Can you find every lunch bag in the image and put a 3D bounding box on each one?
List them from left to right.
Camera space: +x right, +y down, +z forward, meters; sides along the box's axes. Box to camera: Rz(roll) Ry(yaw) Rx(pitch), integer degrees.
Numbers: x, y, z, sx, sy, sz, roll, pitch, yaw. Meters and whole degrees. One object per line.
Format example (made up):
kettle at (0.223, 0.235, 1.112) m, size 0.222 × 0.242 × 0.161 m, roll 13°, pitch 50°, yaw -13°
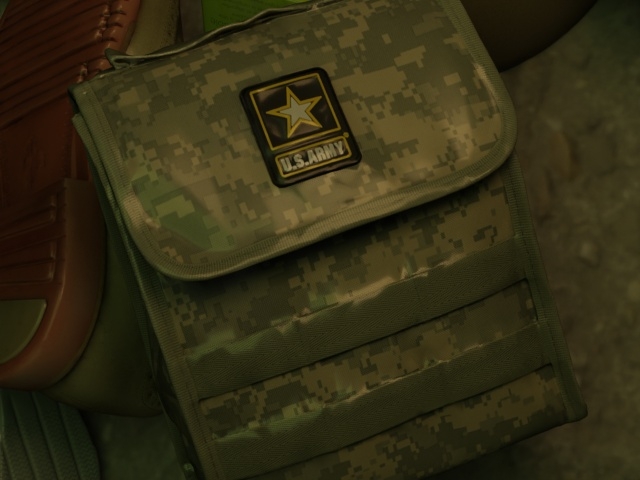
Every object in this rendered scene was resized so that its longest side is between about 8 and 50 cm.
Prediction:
lunch bag at (0.000, 0.000, 1.066) m, size 0.235 × 0.169 × 0.287 m, roll -20°, pitch 105°, yaw -10°

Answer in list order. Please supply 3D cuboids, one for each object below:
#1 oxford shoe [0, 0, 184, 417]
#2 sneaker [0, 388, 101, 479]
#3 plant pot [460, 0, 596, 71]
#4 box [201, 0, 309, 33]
oxford shoe at (-0.141, -0.067, 1.228) m, size 0.140 × 0.146 × 0.396 m, roll -15°, pitch 58°, yaw 41°
sneaker at (-0.219, 0.124, 1.226) m, size 0.091 × 0.094 × 0.258 m, roll -20°, pitch 80°, yaw 42°
plant pot at (0.059, -0.262, 1.171) m, size 0.284 × 0.191 × 0.284 m, roll -3°, pitch 78°, yaw 12°
box at (-0.020, -0.106, 1.187) m, size 0.109 × 0.178 × 0.042 m, roll 18°, pitch 52°, yaw 17°
